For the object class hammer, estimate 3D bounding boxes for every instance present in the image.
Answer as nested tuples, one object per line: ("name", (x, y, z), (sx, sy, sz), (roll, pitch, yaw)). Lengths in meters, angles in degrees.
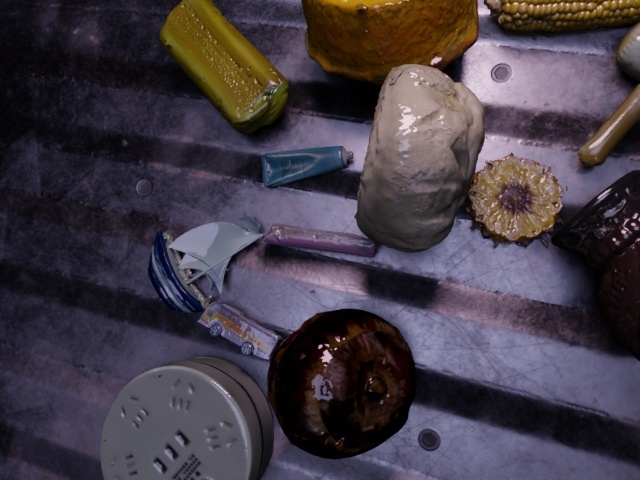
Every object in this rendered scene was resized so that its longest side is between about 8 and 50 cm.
("hammer", (0.624, -0.269, 0.887), (0.201, 0.113, 0.306), (39, 97, 17))

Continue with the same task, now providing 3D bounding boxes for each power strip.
("power strip", (-0.287, 0.419, 0.967), (0.356, 0.161, 0.358), (-2, 83, 12))

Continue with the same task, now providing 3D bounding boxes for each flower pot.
("flower pot", (0.576, 0.033, 0.788), (0.266, 0.266, 0.267), (-38, 68, 5))

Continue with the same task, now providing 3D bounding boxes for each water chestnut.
("water chestnut", (0.029, 0.268, 0.888), (0.299, 0.300, 0.301), (-2, 83, 12))

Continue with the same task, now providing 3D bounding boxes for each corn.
("corn", (0.514, -0.496, 0.922), (0.346, 0.130, 0.131), (4, 84, 12))

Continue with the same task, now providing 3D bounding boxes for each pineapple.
("pineapple", (0.403, -0.080, 0.937), (0.220, 0.047, 0.222), (-1, 83, 11))

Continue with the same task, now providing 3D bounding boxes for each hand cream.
("hand cream", (-0.033, -0.180, 1.050), (0.224, 0.048, 0.083), (-8, 84, 16))

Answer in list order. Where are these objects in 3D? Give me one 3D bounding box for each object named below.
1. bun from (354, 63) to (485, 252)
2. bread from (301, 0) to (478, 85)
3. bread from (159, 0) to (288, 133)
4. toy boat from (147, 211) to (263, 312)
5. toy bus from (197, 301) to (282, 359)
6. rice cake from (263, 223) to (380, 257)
("bun", (0.189, -0.147, 0.848), (0.210, 0.360, 0.360), (13, 86, 7))
("bread", (0.137, -0.502, 0.929), (0.397, 0.215, 0.399), (-6, 61, 12))
("bread", (-0.227, -0.415, 1.081), (0.166, 0.112, 0.384), (-43, 76, 8))
("toy boat", (-0.268, 0.058, 1.057), (0.291, 0.070, 0.210), (-10, 83, 8))
("toy bus", (-0.180, 0.205, 1.021), (0.190, 0.064, 0.075), (27, 84, 14))
("rice cake", (0.000, -0.001, 1.011), (0.269, 0.055, 0.049), (8, 89, 11))
